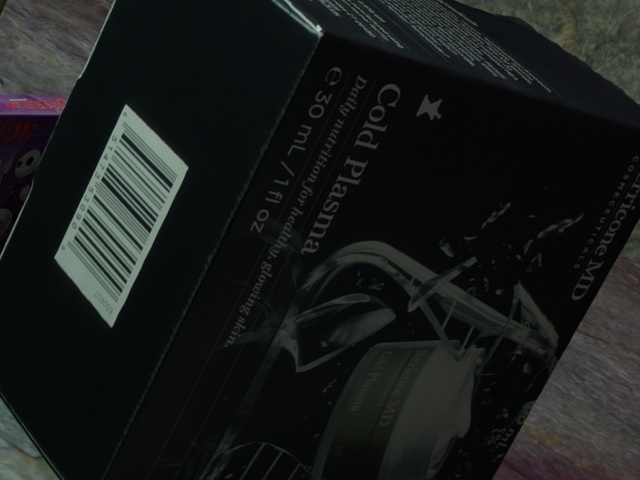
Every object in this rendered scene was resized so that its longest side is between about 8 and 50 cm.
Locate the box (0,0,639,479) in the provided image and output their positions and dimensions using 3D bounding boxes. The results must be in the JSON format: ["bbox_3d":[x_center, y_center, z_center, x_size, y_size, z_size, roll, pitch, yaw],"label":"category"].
[{"bbox_3d":[0.000,0.000,1.714,0.471,0.480,0.297,10,24,-42],"label":"box"}]

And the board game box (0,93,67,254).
[{"bbox_3d":[-0.384,-0.047,1.768,0.056,0.208,0.347,33,18,23],"label":"board game box"}]

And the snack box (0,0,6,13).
[{"bbox_3d":[-0.461,-0.238,2.230,0.070,0.207,0.174,25,16,-3],"label":"snack box"}]
